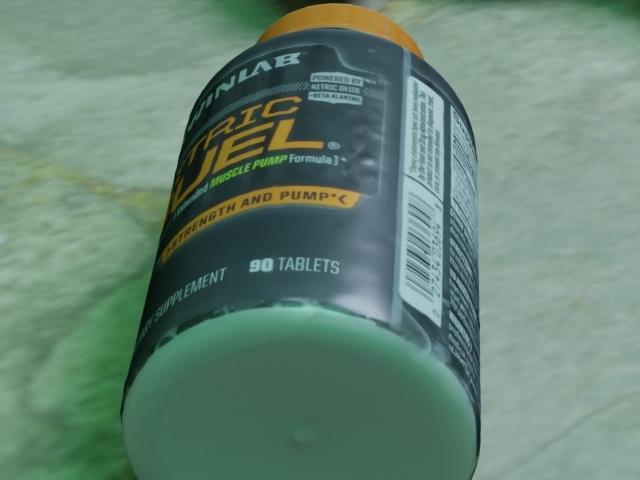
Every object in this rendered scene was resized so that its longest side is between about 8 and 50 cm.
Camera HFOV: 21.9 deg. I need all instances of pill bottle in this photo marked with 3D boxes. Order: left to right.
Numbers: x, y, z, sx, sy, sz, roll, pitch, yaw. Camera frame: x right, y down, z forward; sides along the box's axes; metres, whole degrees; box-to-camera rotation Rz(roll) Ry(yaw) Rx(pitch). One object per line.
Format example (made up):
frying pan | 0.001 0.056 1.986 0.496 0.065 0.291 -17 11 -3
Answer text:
pill bottle | 0.000 0.000 0.675 0.130 0.130 0.245 8 38 -2
